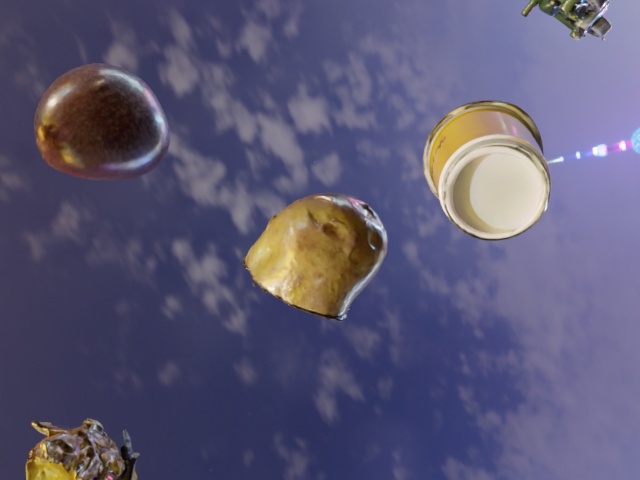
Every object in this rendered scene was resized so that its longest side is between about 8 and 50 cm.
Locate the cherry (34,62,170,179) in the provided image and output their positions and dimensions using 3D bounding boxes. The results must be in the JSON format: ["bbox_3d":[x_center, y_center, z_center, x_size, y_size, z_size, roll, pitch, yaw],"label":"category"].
[{"bbox_3d":[-0.306,-0.167,0.661,0.176,0.140,0.176,22,-125,-36],"label":"cherry"}]

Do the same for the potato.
[{"bbox_3d":[0.000,0.000,1.070,0.289,0.300,0.237,14,-70,-22],"label":"potato"}]

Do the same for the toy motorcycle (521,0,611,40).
[{"bbox_3d":[0.394,-0.395,0.649,0.127,0.205,0.275,43,-153,16],"label":"toy motorcycle"}]

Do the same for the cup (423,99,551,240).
[{"bbox_3d":[0.251,-0.106,0.713,0.196,0.197,0.279,64,-158,-13],"label":"cup"}]

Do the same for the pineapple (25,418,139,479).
[{"bbox_3d":[-0.308,0.369,0.670,0.159,0.161,0.334,1,-75,3],"label":"pineapple"}]
